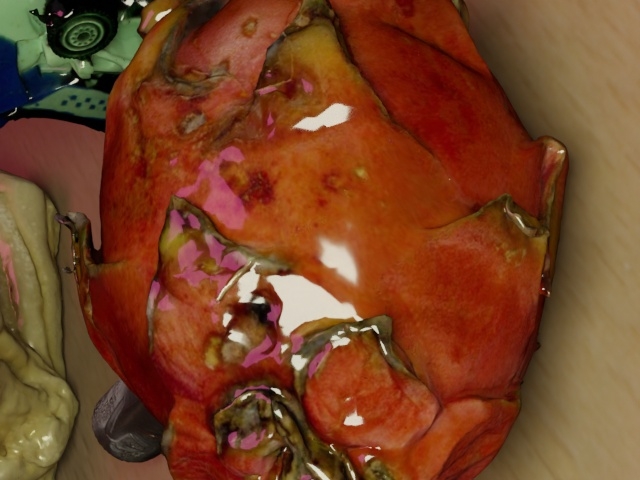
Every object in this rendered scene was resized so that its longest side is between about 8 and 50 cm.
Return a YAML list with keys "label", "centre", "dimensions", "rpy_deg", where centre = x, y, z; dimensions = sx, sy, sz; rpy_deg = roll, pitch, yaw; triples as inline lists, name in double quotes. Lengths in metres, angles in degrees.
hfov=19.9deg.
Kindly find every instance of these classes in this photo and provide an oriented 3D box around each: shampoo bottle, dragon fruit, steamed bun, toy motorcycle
- label: "shampoo bottle"
  centre: [-0.075, 0.078, 1.158]
  dimensions: [0.208, 0.057, 0.063]
  rpy_deg: [-39, 43, 46]
- label: "dragon fruit"
  centre: [-0.001, -0.003, 0.900]
  dimensions: [0.315, 0.250, 0.250]
  rpy_deg: [56, 131, 26]
- label: "steamed bun"
  centre: [-0.287, 0.135, 1.362]
  dimensions: [0.247, 0.189, 0.427]
  rpy_deg: [4, 78, 38]
- label: "toy motorcycle"
  centre: [-0.222, -0.119, 1.193]
  dimensions: [0.196, 0.331, 0.125]
  rpy_deg: [-59, 43, 40]
